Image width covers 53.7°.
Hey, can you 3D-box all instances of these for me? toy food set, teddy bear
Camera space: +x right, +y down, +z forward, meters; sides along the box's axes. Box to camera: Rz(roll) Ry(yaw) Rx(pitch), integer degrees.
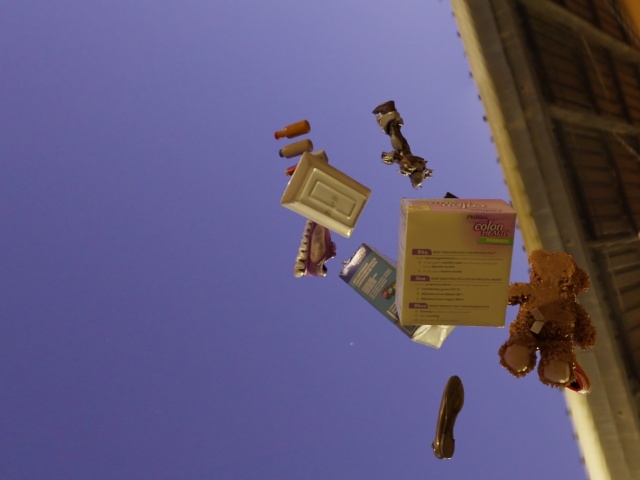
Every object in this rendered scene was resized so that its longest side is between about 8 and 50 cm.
[{"bbox_3d":[-0.046,-0.222,1.832,0.111,0.104,0.232,-80,-31,-46],"label":"toy food set"},{"bbox_3d":[0.519,0.184,1.468,0.113,0.244,0.338,77,-165,-53],"label":"teddy bear"}]

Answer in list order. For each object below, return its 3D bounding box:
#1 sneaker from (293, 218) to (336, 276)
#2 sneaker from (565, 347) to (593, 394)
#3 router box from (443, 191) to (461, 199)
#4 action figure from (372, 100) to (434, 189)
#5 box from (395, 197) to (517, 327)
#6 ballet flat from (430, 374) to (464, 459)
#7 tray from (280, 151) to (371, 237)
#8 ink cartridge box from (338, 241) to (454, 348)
[{"bbox_3d":[0.000,0.000,1.735,0.095,0.104,0.237,-66,-9,-72],"label":"sneaker"},{"bbox_3d":[0.722,0.358,1.890,0.128,0.087,0.221,21,-155,-55],"label":"sneaker"},{"bbox_3d":[0.431,-0.053,2.096,0.133,0.179,0.046,33,-171,7],"label":"router box"},{"bbox_3d":[0.246,-0.274,1.908,0.185,0.099,0.285,13,-127,-56],"label":"action figure"},{"bbox_3d":[0.268,0.042,1.289,0.117,0.213,0.243,-88,-1,-72],"label":"box"},{"bbox_3d":[0.364,0.508,1.825,0.084,0.058,0.250,34,-125,-26],"label":"ballet flat"},{"bbox_3d":[0.027,-0.107,1.595,0.270,0.030,0.145,25,-87,-44],"label":"tray"},{"bbox_3d":[0.240,0.161,2.055,0.395,0.151,0.270,42,-173,32],"label":"ink cartridge box"}]
